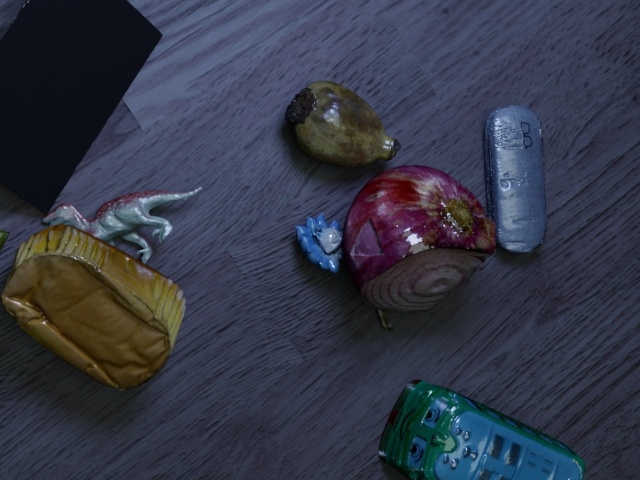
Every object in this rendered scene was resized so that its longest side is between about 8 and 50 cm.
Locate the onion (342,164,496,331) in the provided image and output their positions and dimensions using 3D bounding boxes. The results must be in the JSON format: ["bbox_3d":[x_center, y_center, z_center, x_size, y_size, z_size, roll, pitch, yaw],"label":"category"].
[{"bbox_3d":[0.157,-0.017,1.711,0.256,0.272,0.231,32,42,-50],"label":"onion"}]

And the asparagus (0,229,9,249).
[{"bbox_3d":[-0.560,0.059,1.580,0.045,0.041,0.178,25,84,-8],"label":"asparagus"}]

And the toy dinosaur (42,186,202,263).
[{"bbox_3d":[-0.320,-0.047,1.646,0.242,0.053,0.167,-39,95,-5],"label":"toy dinosaur"}]

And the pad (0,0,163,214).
[{"bbox_3d":[-0.420,-0.251,1.561,0.368,0.007,0.247,-60,141,-10],"label":"pad"}]

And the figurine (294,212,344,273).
[{"bbox_3d":[0.000,0.000,1.736,0.114,0.079,0.114,14,64,-32],"label":"figurine"}]

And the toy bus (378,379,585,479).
[{"bbox_3d":[0.301,0.400,1.778,0.343,0.199,0.184,26,84,-15],"label":"toy bus"}]

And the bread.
[{"bbox_3d":[-0.358,0.092,1.566,0.288,0.156,0.204,33,115,-18],"label":"bread"}]

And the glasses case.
[{"bbox_3d":[0.371,-0.115,1.861,0.109,0.067,0.283,-4,90,-15],"label":"glasses case"}]

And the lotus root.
[{"bbox_3d":[0.040,-0.193,1.725,0.214,0.138,0.138,28,82,-17],"label":"lotus root"}]
